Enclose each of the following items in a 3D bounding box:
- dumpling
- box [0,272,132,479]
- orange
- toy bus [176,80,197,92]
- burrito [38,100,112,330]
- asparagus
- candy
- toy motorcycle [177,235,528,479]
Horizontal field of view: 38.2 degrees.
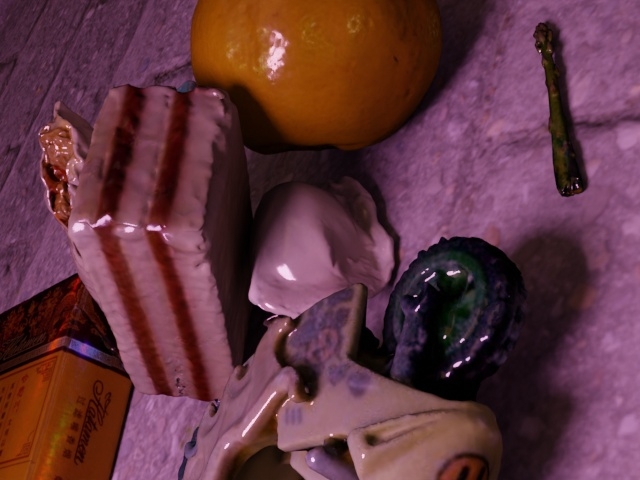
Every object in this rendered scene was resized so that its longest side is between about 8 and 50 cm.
[{"bbox_3d":[0.000,0.000,0.959,0.151,0.124,0.229,-4,40,4],"label":"dumpling"},{"bbox_3d":[-0.374,0.260,1.190,0.264,0.115,0.415,-25,44,39],"label":"box"},{"bbox_3d":[-0.005,-0.208,1.006,0.279,0.279,0.235,-16,83,43],"label":"orange"},{"bbox_3d":[-0.237,-0.129,1.357,0.261,0.109,0.091,-33,46,32],"label":"toy bus"},{"bbox_3d":[-0.237,0.010,1.044,0.076,0.392,0.117,-2,56,4],"label":"burrito"},{"bbox_3d":[0.222,-0.134,0.874,0.022,0.023,0.233,2,53,0],"label":"asparagus"},{"bbox_3d":[-0.144,0.014,0.952,0.135,0.321,0.179,3,51,7],"label":"candy"},{"bbox_3d":[0.007,0.170,0.764,0.410,0.168,0.237,-38,31,33],"label":"toy motorcycle"}]
